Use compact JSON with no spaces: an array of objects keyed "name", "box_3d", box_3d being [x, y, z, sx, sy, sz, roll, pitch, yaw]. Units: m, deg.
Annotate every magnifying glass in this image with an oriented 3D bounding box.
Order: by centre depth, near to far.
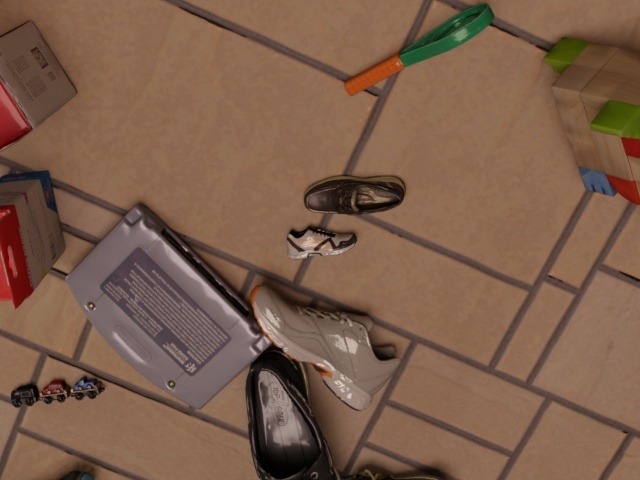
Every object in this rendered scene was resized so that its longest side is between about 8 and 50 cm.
[{"name":"magnifying glass","box_3d":[0.134,-0.261,1.529,0.231,0.092,0.026,-27,110,25]}]

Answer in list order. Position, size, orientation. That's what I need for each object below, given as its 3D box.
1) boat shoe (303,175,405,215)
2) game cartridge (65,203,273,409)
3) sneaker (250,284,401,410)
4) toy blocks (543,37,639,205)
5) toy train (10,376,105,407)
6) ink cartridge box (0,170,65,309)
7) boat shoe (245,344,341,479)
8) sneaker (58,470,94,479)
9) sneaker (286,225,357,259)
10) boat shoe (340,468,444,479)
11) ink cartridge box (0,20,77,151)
[{"name":"boat shoe","box_3d":[0.048,-0.065,1.622,0.152,0.049,0.056,-8,110,8]},{"name":"game cartridge","box_3d":[-0.238,0.110,1.698,0.196,0.060,0.294,-43,95,14]},{"name":"sneaker","box_3d":[0.011,0.137,1.689,0.262,0.099,0.121,41,101,-19]},{"name":"toy blocks","box_3d":[0.476,-0.108,1.455,0.191,0.381,0.261,-46,132,-20]},{"name":"toy train","box_3d":[-0.426,0.243,1.794,0.158,0.027,0.036,-7,99,8]},{"name":"ink cartridge box","box_3d":[-0.445,-0.001,1.591,0.078,0.231,0.134,-5,110,7]},{"name":"boat shoe","box_3d":[-0.046,0.333,1.695,0.127,0.113,0.340,-8,90,13]},{"name":"sneaker","box_3d":[-0.518,0.480,1.841,0.341,0.125,0.140,-41,98,15]},{"name":"sneaker","box_3d":[0.000,0.000,1.657,0.109,0.040,0.044,-8,108,7]},{"name":"boat shoe","box_3d":[0.063,0.424,1.778,0.305,0.109,0.091,-15,114,14]},{"name":"ink cartridge box","box_3d":[-0.526,-0.152,1.518,0.309,0.272,0.130,-27,107,13]}]
